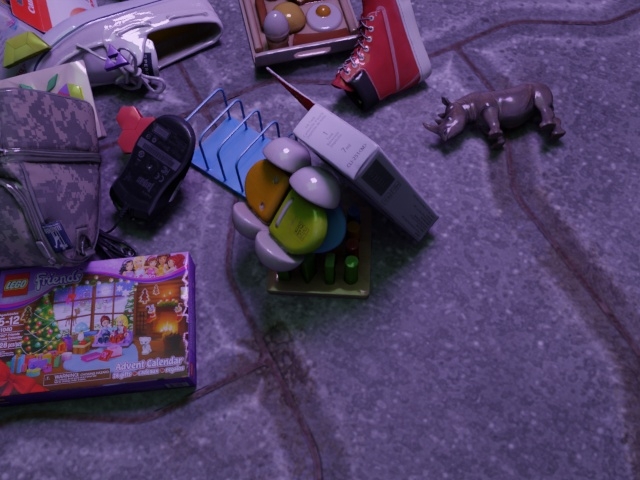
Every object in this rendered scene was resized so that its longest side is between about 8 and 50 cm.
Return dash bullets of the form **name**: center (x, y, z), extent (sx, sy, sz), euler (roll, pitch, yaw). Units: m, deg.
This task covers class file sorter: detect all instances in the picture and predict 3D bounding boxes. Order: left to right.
- **file sorter**: center (-0.133, -0.159, 1.055), extent (0.170, 0.104, 0.118), euler (33, 69, 16)

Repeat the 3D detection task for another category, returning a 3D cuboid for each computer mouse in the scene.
- **computer mouse**: center (-0.318, -0.101, 1.032), extent (0.184, 0.060, 0.261), euler (29, 93, 12)

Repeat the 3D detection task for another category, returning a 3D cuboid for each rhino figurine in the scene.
- **rhino figurine**: center (0.298, -0.218, 1.089), extent (0.244, 0.073, 0.106), euler (-8, 67, -1)

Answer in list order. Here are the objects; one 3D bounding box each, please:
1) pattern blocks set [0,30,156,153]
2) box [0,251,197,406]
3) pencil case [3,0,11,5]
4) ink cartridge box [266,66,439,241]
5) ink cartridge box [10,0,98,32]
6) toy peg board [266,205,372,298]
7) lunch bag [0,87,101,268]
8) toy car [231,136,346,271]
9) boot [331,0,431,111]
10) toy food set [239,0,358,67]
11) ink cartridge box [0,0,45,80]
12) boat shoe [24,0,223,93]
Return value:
- **pattern blocks set**: center (-0.460, -0.215, 1.061), extent (0.325, 0.026, 0.285), euler (-28, 91, 7)
- **box**: center (-0.337, 0.130, 0.939), extent (0.294, 0.057, 0.200), euler (-6, 62, -1)
- **pencil case**: center (-0.747, -0.448, 1.212), extent (0.284, 0.124, 0.124), euler (11, 64, 9)
- **ink cartridge box**: center (0.040, -0.123, 0.940), extent (0.239, 0.275, 0.060), euler (40, 94, 32)
- **ink cartridge box**: center (-0.494, -0.440, 1.175), extent (0.045, 0.179, 0.145), euler (-33, 62, 21)
- **toy peg board**: center (0.000, 0.000, 0.983), extent (0.161, 0.079, 0.160), euler (3, 63, 3)
- **lunch bag**: center (-0.489, -0.080, 0.942), extent (0.305, 0.212, 0.255), euler (-4, 96, 16)
- **toy car**: center (-0.031, -0.047, 0.913), extent (0.182, 0.136, 0.159), euler (49, 116, 39)
- **boot**: center (0.076, -0.362, 1.103), extent (0.176, 0.088, 0.244), euler (-30, 109, -11)
- **toy food set**: center (-0.048, -0.479, 1.222), extent (0.220, 0.092, 0.305), euler (-12, 64, -4)
- **ink cartridge box**: center (-0.597, -0.364, 1.103), extent (0.128, 0.176, 0.127), euler (-49, 46, 9)
- **boat shoe**: center (-0.340, -0.339, 1.150), extent (0.367, 0.135, 0.156), euler (-30, 69, -23)
